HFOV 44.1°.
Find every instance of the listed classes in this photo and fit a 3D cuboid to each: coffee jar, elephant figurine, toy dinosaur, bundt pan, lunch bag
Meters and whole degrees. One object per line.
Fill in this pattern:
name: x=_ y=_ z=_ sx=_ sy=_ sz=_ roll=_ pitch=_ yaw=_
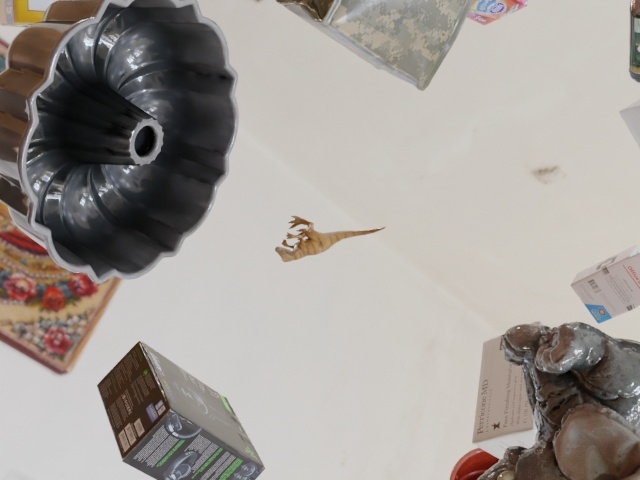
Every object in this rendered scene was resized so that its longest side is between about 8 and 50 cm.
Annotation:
coffee jar: x=0.686 y=-0.422 z=1.647 sx=0.079 sy=0.184 sz=0.096 roll=4 pitch=-127 yaw=23
elephant figurine: x=0.244 y=0.212 z=0.771 sx=0.186 sy=0.169 sz=0.239 roll=-15 pitch=-123 yaw=46
toy dinosaur: x=0.000 y=0.000 z=1.454 sx=0.211 sy=0.064 sz=0.112 roll=-20 pitch=-136 yaw=-29
bundt pan: x=-0.240 y=-0.125 z=0.894 sx=0.124 sy=0.331 sz=0.331 roll=19 pitch=-111 yaw=28
lunch bag: x=0.112 y=-0.410 z=1.156 sx=0.287 sy=0.235 sz=0.169 roll=-59 pitch=-139 yaw=10

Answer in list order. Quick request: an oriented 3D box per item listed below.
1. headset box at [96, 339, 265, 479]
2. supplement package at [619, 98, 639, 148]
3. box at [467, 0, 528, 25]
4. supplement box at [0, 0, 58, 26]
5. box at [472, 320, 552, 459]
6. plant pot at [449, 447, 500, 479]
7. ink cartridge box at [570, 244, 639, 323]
headset box: x=-0.266 y=0.366 z=1.535 sx=0.131 sy=0.283 sz=0.246 roll=-46 pitch=-146 yaw=0
supplement package: x=0.673 y=-0.199 z=1.356 sx=0.203 sy=0.194 sz=0.149 roll=-31 pitch=-175 yaw=-2
box: x=0.287 y=-0.514 z=1.327 sx=0.122 sy=0.128 sz=0.257 roll=-7 pitch=-113 yaw=64
supplement box: x=-0.418 y=-0.526 z=1.285 sx=0.195 sy=0.194 sz=0.357 roll=26 pitch=-64 yaw=59
box: x=0.340 y=0.250 z=1.190 sx=0.119 sy=0.182 sz=0.181 roll=-33 pitch=-147 yaw=46
plant pot: x=0.361 y=0.616 z=1.634 sx=0.272 sy=0.272 sz=0.265 roll=-86 pitch=-173 yaw=-51
ink cartridge box: x=0.616 y=0.083 z=1.598 sx=0.180 sy=0.104 sz=0.060 roll=-34 pitch=-178 yaw=42
